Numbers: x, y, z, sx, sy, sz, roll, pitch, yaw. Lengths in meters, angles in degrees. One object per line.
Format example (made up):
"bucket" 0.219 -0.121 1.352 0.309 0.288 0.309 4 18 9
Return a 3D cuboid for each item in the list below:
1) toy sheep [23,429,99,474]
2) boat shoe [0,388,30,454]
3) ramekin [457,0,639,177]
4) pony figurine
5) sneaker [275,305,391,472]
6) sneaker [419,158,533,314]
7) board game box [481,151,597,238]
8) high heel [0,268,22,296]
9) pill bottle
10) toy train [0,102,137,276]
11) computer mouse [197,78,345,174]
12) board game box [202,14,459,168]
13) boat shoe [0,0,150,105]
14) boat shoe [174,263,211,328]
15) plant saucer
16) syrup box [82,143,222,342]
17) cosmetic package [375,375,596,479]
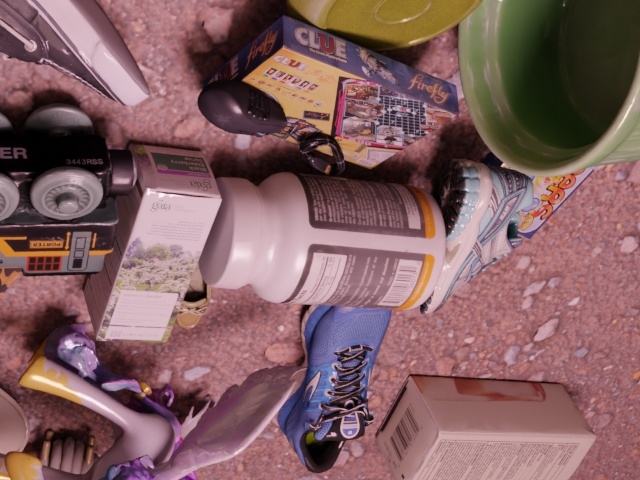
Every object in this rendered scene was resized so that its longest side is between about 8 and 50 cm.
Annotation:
"toy sheep" -0.349 0.313 1.590 0.132 0.091 0.091 11 126 -7
"boat shoe" -0.519 0.194 1.426 0.335 0.095 0.112 27 80 -41
"ramekin" 0.297 -0.221 1.248 0.148 0.303 0.303 -3 130 -30
"pony figurine" -0.222 0.266 1.443 0.363 0.351 0.303 37 142 -10
"sneaker" 0.035 0.198 1.597 0.130 0.147 0.330 -1 131 -23
"sneaker" 0.197 0.009 1.492 0.122 0.110 0.283 1 145 -12
"board game box" 0.293 -0.103 1.522 0.136 0.035 0.201 22 119 -35
"high heel" -0.412 0.137 1.353 0.186 0.093 0.261 -15 109 -21
"pill bottle" 0.000 0.000 1.407 0.278 0.162 0.162 5 127 -25
"toy train" -0.370 -0.043 1.242 0.334 0.142 0.190 -2 139 -20
"computer mouse" -0.049 -0.115 1.300 0.071 0.041 0.242 -19 151 34
"board game box" 0.012 -0.161 1.301 0.243 0.042 0.165 17 151 -33
"boat shoe" -0.293 -0.225 1.129 0.102 0.108 0.301 -36 130 10
"boat shoe" -0.165 0.061 1.468 0.056 0.048 0.153 -1 129 -21
"plant saucer" 0.084 -0.262 1.222 0.241 0.037 0.241 -14 162 -4
"syrup box" -0.205 0.007 1.372 0.093 0.096 0.237 4 127 -28
"cosmetic package" 0.258 0.310 1.805 0.296 0.129 0.153 8 124 -27
